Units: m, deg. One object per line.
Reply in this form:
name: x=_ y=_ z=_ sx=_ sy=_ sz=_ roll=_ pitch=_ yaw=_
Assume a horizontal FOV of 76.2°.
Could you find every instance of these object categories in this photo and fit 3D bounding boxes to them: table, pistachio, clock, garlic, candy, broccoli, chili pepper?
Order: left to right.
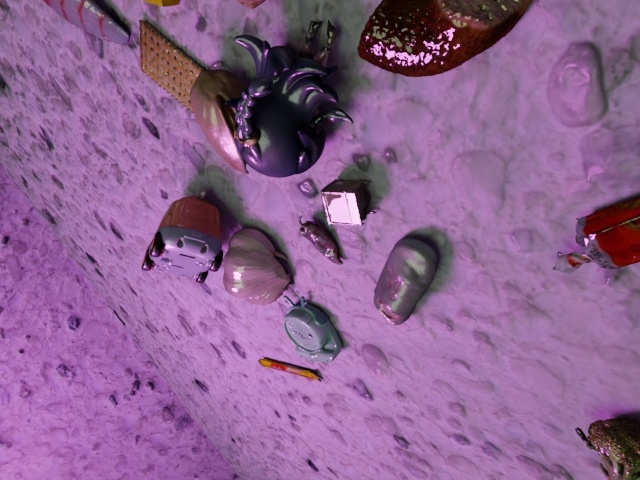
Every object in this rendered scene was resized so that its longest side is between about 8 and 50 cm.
pistachio: x=-0.184 y=-0.247 z=0.855 sx=0.223 sy=0.126 sz=0.152 roll=63 pitch=172 yaw=-24
garlic: x=-0.191 y=0.085 z=1.113 sx=0.178 sy=0.143 sz=0.229 roll=4 pitch=115 yaw=42
clock: x=-0.041 y=0.247 z=1.163 sx=0.159 sy=0.066 sz=0.210 roll=-8 pitch=114 yaw=44
chili pepper: x=0.001 y=-0.001 z=0.947 sx=0.153 sy=0.041 sz=0.050 roll=42 pitch=163 yaw=-17
table: x=0.057 y=-0.077 z=0.816 sx=0.083 sy=0.062 sz=0.079 roll=7 pitch=125 yaw=38
broccoli: x=0.532 y=0.371 z=0.707 sx=0.131 sy=0.120 sz=0.130 roll=25 pitch=169 yaw=-22
candy: x=0.432 y=-0.022 z=0.527 sx=0.086 sy=0.059 sz=0.292 roll=48 pitch=141 yaw=-4

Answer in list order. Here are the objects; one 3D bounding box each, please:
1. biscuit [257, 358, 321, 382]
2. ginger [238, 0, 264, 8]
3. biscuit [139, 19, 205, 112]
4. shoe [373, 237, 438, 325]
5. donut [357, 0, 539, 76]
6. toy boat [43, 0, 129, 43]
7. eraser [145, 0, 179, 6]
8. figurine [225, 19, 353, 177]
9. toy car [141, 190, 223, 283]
biscuit: x=-0.113 y=0.446 z=1.418 sx=0.292 sy=0.026 sz=0.048 roll=-3 pitch=138 yaw=43
ginger: x=-0.069 y=-0.446 z=0.587 sx=0.221 sy=0.130 sz=0.276 roll=45 pitch=146 yaw=-9
biscuit: x=-0.339 y=-0.392 z=0.956 sx=0.231 sy=0.016 sz=0.139 roll=40 pitch=140 yaw=9
shoe: x=0.160 y=0.104 z=0.842 sx=0.103 sy=0.100 sz=0.251 roll=31 pitch=140 yaw=21
donut: x=0.154 y=-0.273 z=0.534 sx=0.187 sy=0.126 sz=0.144 roll=32 pitch=145 yaw=18
toy boat: x=-0.579 y=-0.573 z=0.994 sx=0.282 sy=0.096 sz=0.206 roll=41 pitch=148 yaw=-10
eraser: x=-0.347 y=-0.538 z=0.824 sx=0.122 sy=0.045 sz=0.097 roll=27 pitch=135 yaw=25
figurine: x=-0.065 y=-0.238 z=0.727 sx=0.175 sy=0.197 sz=0.264 roll=-118 pitch=19 yaw=-47
toy car: x=-0.377 y=-0.012 z=1.155 sx=0.181 sy=0.212 sz=0.270 roll=18 pitch=151 yaw=-26
